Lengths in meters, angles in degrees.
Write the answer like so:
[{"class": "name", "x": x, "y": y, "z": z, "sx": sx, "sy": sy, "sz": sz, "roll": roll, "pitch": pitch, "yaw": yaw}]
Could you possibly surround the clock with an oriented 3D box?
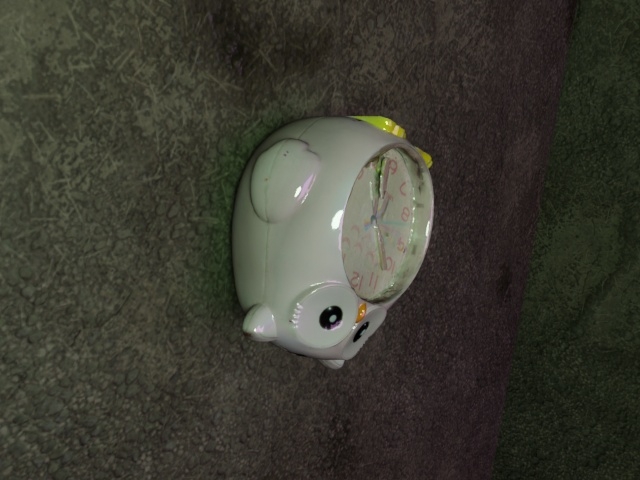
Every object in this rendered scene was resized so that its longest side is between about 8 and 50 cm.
[{"class": "clock", "x": 0.000, "y": 0.000, "z": 1.108, "sx": 0.368, "sy": 0.250, "sz": 0.377, "roll": 32, "pitch": 73, "yaw": -51}]
